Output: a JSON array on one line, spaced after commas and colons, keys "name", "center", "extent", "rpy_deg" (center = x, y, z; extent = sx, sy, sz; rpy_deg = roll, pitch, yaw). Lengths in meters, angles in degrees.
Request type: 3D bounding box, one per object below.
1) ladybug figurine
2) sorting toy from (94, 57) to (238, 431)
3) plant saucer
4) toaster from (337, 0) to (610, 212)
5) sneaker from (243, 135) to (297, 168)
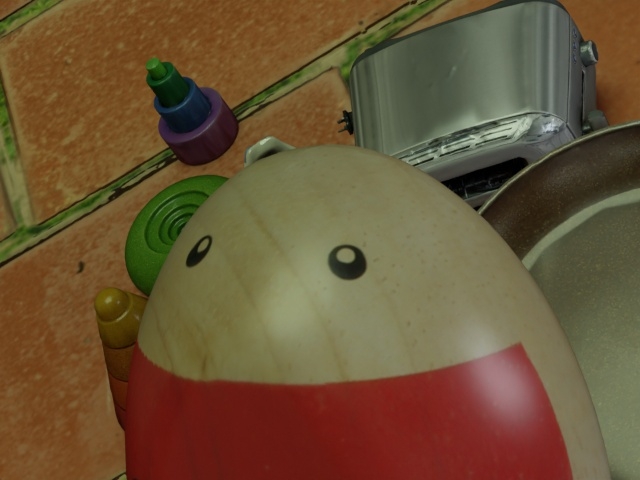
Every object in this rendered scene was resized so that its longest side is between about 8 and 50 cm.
[{"name": "ladybug figurine", "center": [0.013, 0.173, 1.101], "extent": [0.305, 0.449, 0.162], "rpy_deg": [-2, 18, 30]}, {"name": "sorting toy", "center": [-0.135, -0.015, 1.574], "extent": [0.127, 0.126, 0.365], "rpy_deg": [-16, 47, 21]}, {"name": "plant saucer", "center": [0.216, 0.064, 1.196], "extent": [0.311, 0.050, 0.310], "rpy_deg": [-10, 59, 18]}, {"name": "toaster", "center": [0.112, -0.085, 1.476], "extent": [0.227, 0.129, 0.146], "rpy_deg": [-16, 48, 18]}, {"name": "sneaker", "center": [0.000, 0.000, 1.504], "extent": [0.085, 0.086, 0.237], "rpy_deg": [-37, 44, -4]}]
